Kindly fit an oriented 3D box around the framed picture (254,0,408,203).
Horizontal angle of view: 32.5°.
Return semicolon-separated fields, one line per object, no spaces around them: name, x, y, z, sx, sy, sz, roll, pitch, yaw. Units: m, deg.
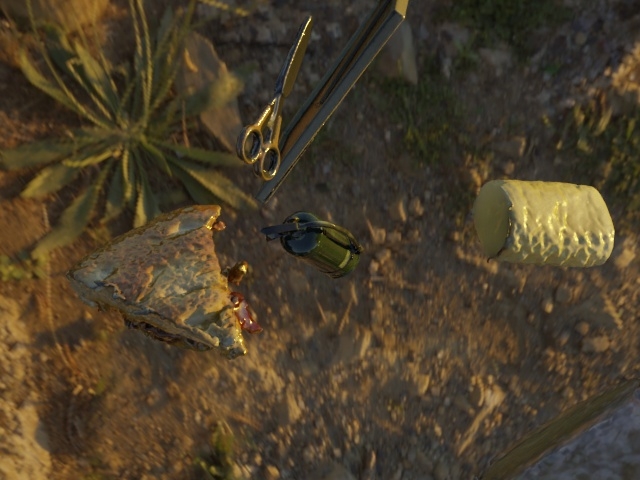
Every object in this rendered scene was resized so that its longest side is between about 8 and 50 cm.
framed picture;0.022;-0.226;1.565;0.022;0.247;0.335;34;117;-10

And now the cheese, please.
cheese;0.298;-0.024;1.467;0.167;0.094;0.123;4;45;-21

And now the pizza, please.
pizza;-0.120;0.051;0.976;0.154;0.069;0.194;-27;48;-24

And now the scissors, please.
scissors;-0.048;-0.184;1.357;0.017;0.088;0.220;10;72;32

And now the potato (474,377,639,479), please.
potato;0.318;0.280;1.196;0.264;0.189;0.211;-43;79;22

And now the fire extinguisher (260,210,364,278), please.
fire extinguisher;0.000;0.000;0.573;0.038;0.083;0.025;-14;74;17
